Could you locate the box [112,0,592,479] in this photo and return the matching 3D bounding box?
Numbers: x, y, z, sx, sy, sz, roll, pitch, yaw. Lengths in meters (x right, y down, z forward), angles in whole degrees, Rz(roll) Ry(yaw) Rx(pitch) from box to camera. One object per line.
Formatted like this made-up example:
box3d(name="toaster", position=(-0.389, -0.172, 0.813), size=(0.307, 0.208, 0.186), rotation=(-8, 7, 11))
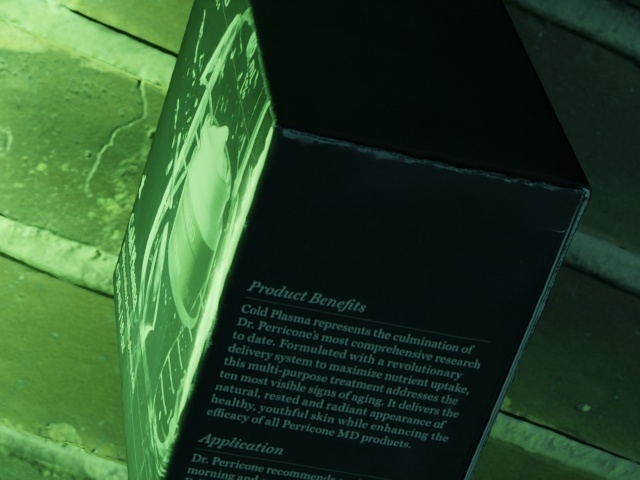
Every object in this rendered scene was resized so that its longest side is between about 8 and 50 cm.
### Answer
box3d(name="box", position=(0.000, 0.000, 1.907), size=(0.297, 0.480, 0.472), rotation=(12, 119, -16))
